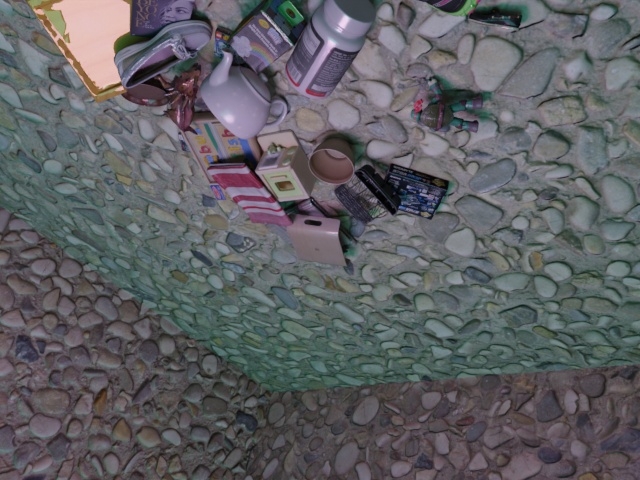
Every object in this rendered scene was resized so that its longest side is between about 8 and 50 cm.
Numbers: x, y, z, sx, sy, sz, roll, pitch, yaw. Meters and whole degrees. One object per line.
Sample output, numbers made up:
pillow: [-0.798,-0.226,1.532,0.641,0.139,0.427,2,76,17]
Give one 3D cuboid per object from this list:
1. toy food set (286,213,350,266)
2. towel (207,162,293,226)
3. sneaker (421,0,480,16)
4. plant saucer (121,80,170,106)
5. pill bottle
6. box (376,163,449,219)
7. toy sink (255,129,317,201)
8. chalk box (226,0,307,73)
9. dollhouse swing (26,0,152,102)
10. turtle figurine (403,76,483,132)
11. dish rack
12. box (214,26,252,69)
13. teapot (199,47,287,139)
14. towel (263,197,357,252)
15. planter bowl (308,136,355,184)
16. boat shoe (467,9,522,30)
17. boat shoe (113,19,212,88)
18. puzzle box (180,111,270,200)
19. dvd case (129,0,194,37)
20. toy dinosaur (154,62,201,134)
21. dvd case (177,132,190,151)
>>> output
toy food set: [0.000,0.000,2.117,0.220,0.092,0.306,8,150,18]
towel: [-0.273,-0.173,1.969,0.237,0.037,0.329,6,145,43]
sneaker: [0.292,-0.712,1.079,0.202,0.185,0.482,9,141,6]
plant saucer: [-0.614,-0.520,1.787,0.169,0.029,0.168,2,168,0]
pill bottle: [0.026,-0.547,1.418,0.161,0.161,0.283,29,142,-13]
box: [0.332,-0.174,1.850,0.220,0.051,0.175,17,144,2]
toy sink: [-0.137,-0.267,1.868,0.153,0.131,0.234,-4,138,26]
chalk box: [-0.136,-0.604,1.443,0.213,0.132,0.132,-21,127,39]
dollhouse swing: [-0.707,-0.689,1.638,0.315,0.305,0.346,44,165,43]
turtle figurine: [0.359,-0.386,1.528,0.234,0.118,0.175,7,142,7]
dish rack: [0.158,-0.153,1.878,0.208,0.074,0.271,48,146,-8]
box: [-0.262,-0.599,1.586,0.137,0.027,0.094,20,145,-2]
teapot: [-0.241,-0.459,1.622,0.187,0.256,0.252,-37,99,13]
towel: [-0.046,-0.026,2.198,0.312,0.056,0.324,-21,129,40]
planter bowl: [0.050,-0.291,1.775,0.162,0.109,0.162,12,143,9]
boat shoe: [0.449,-0.571,1.308,0.133,0.049,0.042,16,116,15]
boat shoe: [-0.476,-0.571,1.561,0.320,0.103,0.118,-21,167,2]
puzzle box: [-0.349,-0.314,1.952,0.272,0.052,0.409,1,140,18]
dvd case: [-0.468,-0.663,1.492,0.165,0.018,0.221,-2,167,-24]
toy dinosaur: [-0.454,-0.446,1.669,0.127,0.200,0.295,-18,136,-21]
dvd case: [-0.490,-0.376,1.979,0.120,0.013,0.087,10,142,9]
